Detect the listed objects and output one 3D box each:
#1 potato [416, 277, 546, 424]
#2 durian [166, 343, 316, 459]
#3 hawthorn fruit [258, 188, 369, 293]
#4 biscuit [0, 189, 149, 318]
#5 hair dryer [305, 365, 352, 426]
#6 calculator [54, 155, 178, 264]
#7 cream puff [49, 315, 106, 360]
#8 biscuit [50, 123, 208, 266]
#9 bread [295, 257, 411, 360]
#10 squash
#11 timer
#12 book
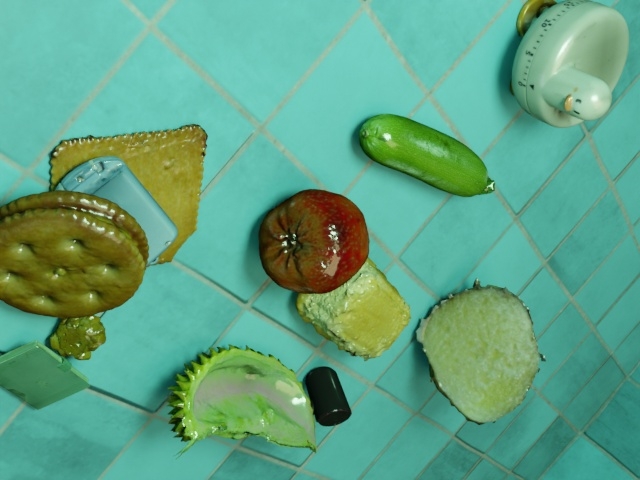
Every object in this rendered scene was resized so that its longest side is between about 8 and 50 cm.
[{"bbox_3d":[0.380,0.246,1.800,0.289,0.300,0.237,-25,168,22],"label":"potato"},{"bbox_3d":[-0.136,0.291,1.405,0.355,0.169,0.157,16,111,-48],"label":"durian"},{"bbox_3d":[0.000,0.000,1.315,0.200,0.179,0.179,-14,132,-61],"label":"hawthorn fruit"},{"bbox_3d":[-0.340,0.023,1.045,0.220,0.066,0.220,-5,139,-4],"label":"biscuit"},{"bbox_3d":[-0.071,0.337,1.579,0.248,0.114,0.070,-15,137,-6],"label":"hair dryer"},{"bbox_3d":[-0.285,-0.027,1.109,0.121,0.039,0.210,-39,138,-6],"label":"calculator"},{"bbox_3d":[-0.360,0.140,1.183,0.058,0.083,0.083,-61,157,-67],"label":"cream puff"},{"bbox_3d":[-0.275,-0.051,1.141,0.232,0.013,0.237,-13,129,-34],"label":"biscuit"},{"bbox_3d":[0.067,0.124,1.494,0.174,0.121,0.245,-55,136,-6],"label":"bread"},{"bbox_3d":[0.205,-0.148,1.426,0.379,0.101,0.101,18,107,-43],"label":"squash"},{"bbox_3d":[0.467,-0.310,1.423,0.233,0.240,0.233,-23,132,-27],"label":"timer"},{"bbox_3d":[-0.421,0.201,1.176,0.103,0.017,0.135,-25,138,7],"label":"book"}]
